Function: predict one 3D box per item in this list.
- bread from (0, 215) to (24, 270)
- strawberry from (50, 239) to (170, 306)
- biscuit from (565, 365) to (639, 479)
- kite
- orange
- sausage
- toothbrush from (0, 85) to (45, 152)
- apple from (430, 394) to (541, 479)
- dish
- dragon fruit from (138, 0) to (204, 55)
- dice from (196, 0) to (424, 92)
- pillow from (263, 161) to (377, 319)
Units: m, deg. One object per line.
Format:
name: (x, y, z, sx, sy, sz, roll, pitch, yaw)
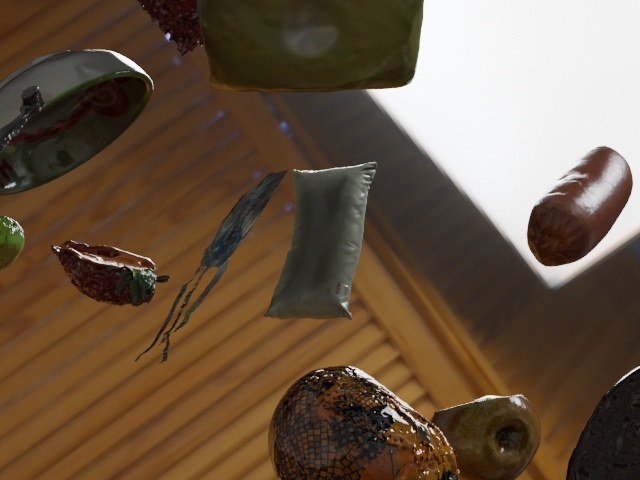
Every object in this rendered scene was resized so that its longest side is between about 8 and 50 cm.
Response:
bread: (-0.527, 0.007, 2.090, 0.139, 0.071, 0.130, -18, -29, -52)
strawberry: (-0.348, 0.061, 2.189, 0.140, 0.192, 0.085, -128, 49, -70)
biscuit: (0.548, 0.354, 1.867, 0.407, 0.407, 0.091, -36, -11, 1)
kite: (-0.144, 0.034, 1.742, 0.310, 0.015, 0.169, -56, 16, -18)
orange: (0.046, 0.251, 1.561, 0.182, 0.234, 0.234, -52, -4, 10)
sausage: (0.369, -0.044, 1.916, 0.113, 0.113, 0.259, -37, 2, 38)
toothbrush: (-0.418, -0.126, 1.728, 0.030, 0.031, 0.297, 1, 31, 11)
apple: (0.281, 0.337, 2.283, 0.195, 0.160, 0.173, -1, 3, -26)
dish: (-0.435, -0.214, 2.138, 0.324, 0.124, 0.324, -33, -10, -6)
dragon fruit: (-0.139, -0.388, 1.880, 0.330, 0.302, 0.240, -13, -59, -51)
dice: (-0.012, -0.274, 1.403, 0.226, 0.233, 0.238, 0, 10, -1)
pillow: (-0.001, -0.001, 2.014, 0.144, 0.254, 0.078, -1, -21, 33)
